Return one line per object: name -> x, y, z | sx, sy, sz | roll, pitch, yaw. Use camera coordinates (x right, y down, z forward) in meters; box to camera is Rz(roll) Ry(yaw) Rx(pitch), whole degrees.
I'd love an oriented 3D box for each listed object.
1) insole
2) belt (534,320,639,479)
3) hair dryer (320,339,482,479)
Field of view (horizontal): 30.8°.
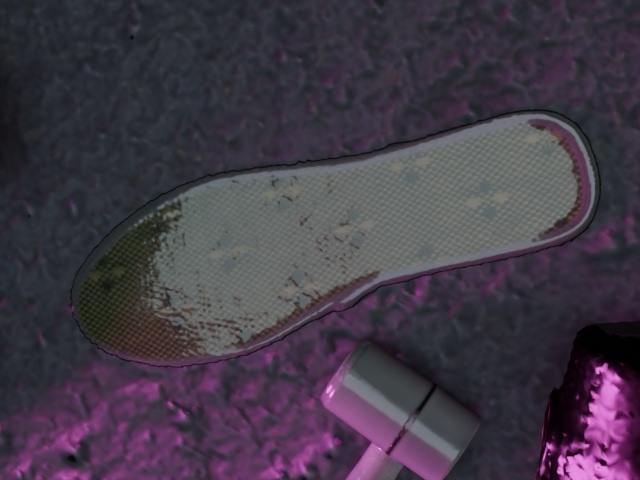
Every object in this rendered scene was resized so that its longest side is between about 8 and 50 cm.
insole -> 0.000, 0.000, 0.671 | 0.322, 0.007, 0.109 | -15, 92, 13
belt -> 0.249, 0.110, 0.538 | 0.289, 0.184, 0.164 | 12, 98, 9
hair dryer -> 0.022, 0.131, 0.660 | 0.082, 0.047, 0.137 | 34, 107, 8
